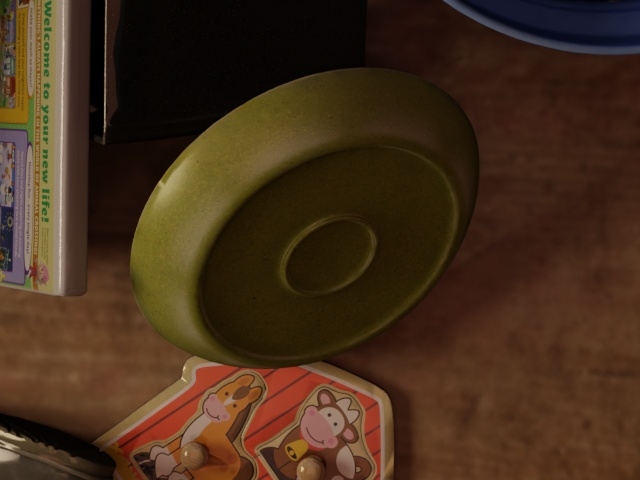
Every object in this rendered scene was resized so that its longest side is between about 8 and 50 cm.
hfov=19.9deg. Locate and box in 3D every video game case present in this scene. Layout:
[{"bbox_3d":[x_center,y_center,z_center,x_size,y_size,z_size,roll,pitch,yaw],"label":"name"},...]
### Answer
[{"bbox_3d":[-0.210,-0.078,1.165,0.023,0.193,0.212,-3,96,-43],"label":"video game case"}]

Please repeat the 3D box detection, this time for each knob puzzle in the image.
[{"bbox_3d":[-0.035,0.159,1.245,0.213,0.030,0.213,0,94,1],"label":"knob puzzle"}]

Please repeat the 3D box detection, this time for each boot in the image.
[{"bbox_3d":[-0.247,0.217,1.229,0.190,0.076,0.208,13,88,13],"label":"boot"}]

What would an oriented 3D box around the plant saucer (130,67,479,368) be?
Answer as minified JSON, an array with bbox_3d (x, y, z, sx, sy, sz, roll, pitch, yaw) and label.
[{"bbox_3d":[0.000,0.000,1.149,0.241,0.037,0.241,-17,137,-16],"label":"plant saucer"}]

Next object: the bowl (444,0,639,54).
[{"bbox_3d":[0.183,-0.304,1.055,0.391,0.077,0.391,-3,116,-6],"label":"bowl"}]

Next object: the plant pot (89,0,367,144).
[{"bbox_3d":[-0.064,-0.154,1.151,0.167,0.187,0.188,2,95,-13],"label":"plant pot"}]
